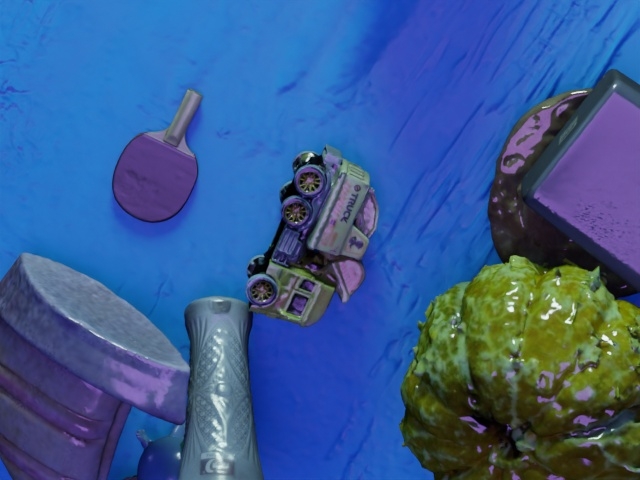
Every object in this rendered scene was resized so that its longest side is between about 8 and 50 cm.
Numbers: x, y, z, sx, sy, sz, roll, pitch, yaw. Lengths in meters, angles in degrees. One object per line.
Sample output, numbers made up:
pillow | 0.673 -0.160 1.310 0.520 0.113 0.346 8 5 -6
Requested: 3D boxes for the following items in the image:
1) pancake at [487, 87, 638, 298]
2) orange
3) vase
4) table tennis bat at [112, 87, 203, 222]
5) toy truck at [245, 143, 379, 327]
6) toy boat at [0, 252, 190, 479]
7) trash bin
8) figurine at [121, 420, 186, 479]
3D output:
pancake | 0.286 -0.043 1.701 0.242 0.050 0.242 1 108 4
orange | 0.223 0.156 1.661 0.300 0.223 0.301 -10 109 25
vase | -0.106 0.171 1.704 0.096 0.096 0.219 -5 64 5
table tennis bat | -0.167 -0.091 1.737 0.087 0.013 0.156 28 104 -2
toy truck | 0.000 0.000 1.713 0.116 0.085 0.191 22 102 -7
toy boat | -0.286 0.159 1.733 0.276 0.111 0.293 47 117 15
trash bin | 0.340 -0.040 1.621 0.236 0.101 0.176 35 109 -5
figurine | -0.165 0.290 1.792 0.178 0.114 0.144 -38 122 23
